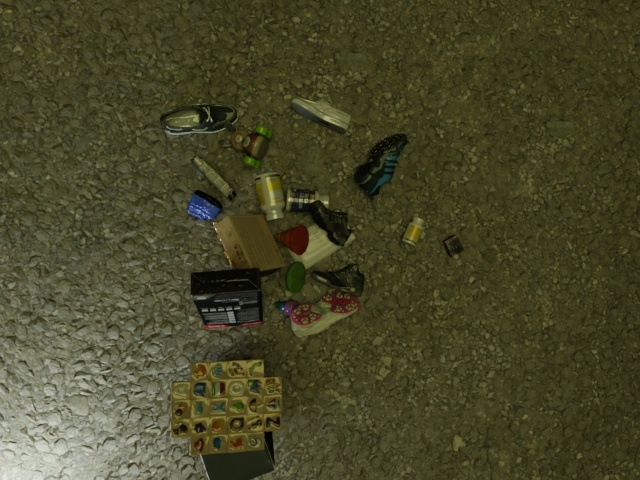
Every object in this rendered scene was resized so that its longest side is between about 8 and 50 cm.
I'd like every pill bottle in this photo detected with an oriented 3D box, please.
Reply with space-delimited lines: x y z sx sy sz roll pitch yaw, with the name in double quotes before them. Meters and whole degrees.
"pill bottle" 0.392 -0.038 1.842 0.065 0.065 0.116 25 86 -7
"pill bottle" -0.054 -0.158 1.766 0.169 0.094 0.094 4 89 -8
"pill bottle" -0.197 -0.174 1.741 0.103 0.103 0.184 -11 91 -8

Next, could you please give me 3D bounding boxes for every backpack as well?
"backpack" -0.452 -0.131 1.712 0.120 0.098 0.101 27 107 -15

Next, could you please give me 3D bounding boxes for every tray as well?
"tray" 0.000 0.000 1.804 0.270 0.030 0.145 -32 92 -7

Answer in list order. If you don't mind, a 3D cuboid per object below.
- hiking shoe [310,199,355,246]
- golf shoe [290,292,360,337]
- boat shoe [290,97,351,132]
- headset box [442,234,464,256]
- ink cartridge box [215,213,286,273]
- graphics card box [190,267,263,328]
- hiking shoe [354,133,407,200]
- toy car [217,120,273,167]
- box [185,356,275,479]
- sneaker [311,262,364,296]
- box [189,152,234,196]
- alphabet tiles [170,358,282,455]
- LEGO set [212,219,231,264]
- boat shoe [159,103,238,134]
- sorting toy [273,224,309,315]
"hiking shoe" 0.049 -0.087 1.747 0.114 0.086 0.227 -48 121 -23
"golf shoe" 0.016 0.304 1.774 0.306 0.115 0.140 -12 135 -23
"boat shoe" 0.004 -0.530 1.790 0.258 0.095 0.084 24 82 -17
"headset box" 0.569 0.019 1.883 0.062 0.032 0.083 -26 94 -7
"ink cartridge box" -0.260 0.022 1.644 0.088 0.193 0.235 -34 74 31
"graphics card box" -0.328 0.218 1.590 0.233 0.371 0.094 -4 64 -7
"hiking shoe" 0.264 -0.318 1.825 0.304 0.113 0.132 -48 126 -12
"toy car" -0.308 -0.394 1.720 0.188 0.149 0.155 23 96 4
"box" -0.310 0.633 1.566 0.212 0.395 0.293 -18 91 -8
"sneaker" 0.079 0.139 1.787 0.227 0.087 0.130 18 85 -10
"box" -0.405 -0.237 1.672 0.190 0.184 0.045 45 83 -4
"alphabet tiles" -0.291 0.519 1.366 0.342 0.011 0.285 -1 89 -8
"LEGO set" -0.316 0.039 1.717 0.107 0.132 0.287 -26 86 -16
"boat shoe" -0.472 -0.478 1.713 0.302 0.091 0.114 -17 92 -8
"sorting toy" -0.139 0.115 1.749 0.126 0.127 0.365 8 96 28
